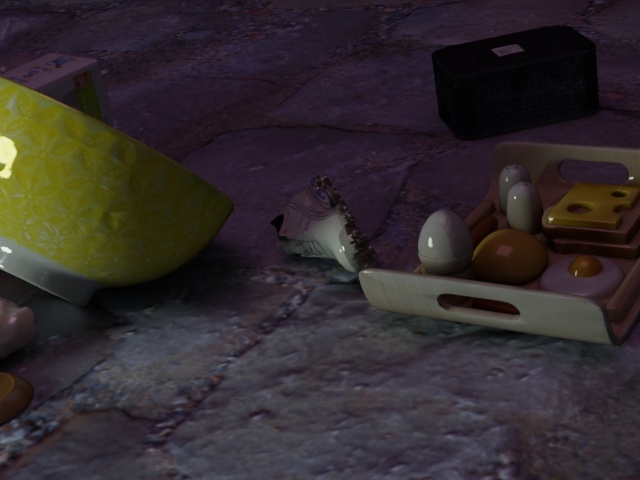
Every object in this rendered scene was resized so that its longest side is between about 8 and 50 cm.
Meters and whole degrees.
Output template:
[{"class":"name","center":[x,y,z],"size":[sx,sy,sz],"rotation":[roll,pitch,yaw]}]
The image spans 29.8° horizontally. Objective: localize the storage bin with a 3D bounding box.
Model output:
[{"class":"storage bin","center":[0.236,-0.195,1.461],"size":[0.180,0.084,0.122],"rotation":[-11,25,-5]}]

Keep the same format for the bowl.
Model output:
[{"class":"bowl","center":[-0.246,-0.029,1.166],"size":[0.289,0.289,0.156],"rotation":[19,80,46]}]

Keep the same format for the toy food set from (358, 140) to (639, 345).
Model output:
[{"class":"toy food set","center":[0.201,-0.016,1.090],"size":[0.219,0.092,0.306],"rotation":[6,30,31]}]

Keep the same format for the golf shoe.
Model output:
[{"class":"golf shoe","center":[0.000,0.000,1.188],"size":[0.086,0.069,0.176],"rotation":[-32,24,0]}]

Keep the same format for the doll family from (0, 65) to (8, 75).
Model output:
[{"class":"doll family","center":[-0.564,-0.233,1.736],"size":[0.263,0.118,0.163],"rotation":[6,7,35]}]

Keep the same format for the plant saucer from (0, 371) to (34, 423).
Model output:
[{"class":"plant saucer","center":[-0.291,0.136,1.042],"size":[0.083,0.015,0.083],"rotation":[-8,25,4]}]

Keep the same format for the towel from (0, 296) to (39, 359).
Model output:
[{"class":"towel","center":[-0.480,0.112,1.117],"size":[0.332,0.053,0.317],"rotation":[-31,32,-35]}]

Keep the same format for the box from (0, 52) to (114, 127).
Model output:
[{"class":"box","center":[-0.384,-0.155,1.569],"size":[0.103,0.114,0.203],"rotation":[14,35,38]}]
